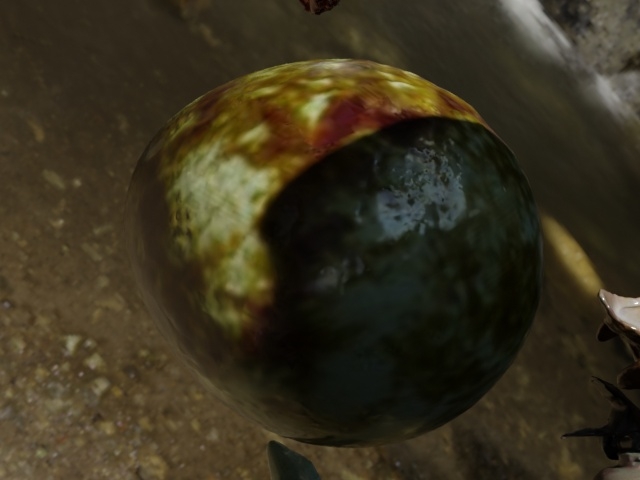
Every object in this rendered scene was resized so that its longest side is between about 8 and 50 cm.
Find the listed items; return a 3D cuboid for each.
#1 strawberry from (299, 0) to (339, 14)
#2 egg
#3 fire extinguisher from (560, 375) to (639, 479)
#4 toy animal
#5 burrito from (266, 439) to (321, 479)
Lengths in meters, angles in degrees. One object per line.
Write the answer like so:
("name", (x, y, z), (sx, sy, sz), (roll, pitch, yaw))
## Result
("strawberry", (0.011, -0.317, 1.067), (0.082, 0.188, 0.121), (-16, 71, -18))
("egg", (0.000, 0.000, 0.662), (0.289, 0.238, 0.238), (29, 13, 34))
("fire extinguisher", (0.250, 0.235, 0.840), (0.106, 0.075, 0.252), (3, 87, -51))
("toy animal", (0.264, 0.085, 0.772), (0.188, 0.179, 0.089), (12, 38, -18))
("burrito", (-0.005, 0.193, 0.737), (0.118, 0.044, 0.074), (38, -12, 52))
